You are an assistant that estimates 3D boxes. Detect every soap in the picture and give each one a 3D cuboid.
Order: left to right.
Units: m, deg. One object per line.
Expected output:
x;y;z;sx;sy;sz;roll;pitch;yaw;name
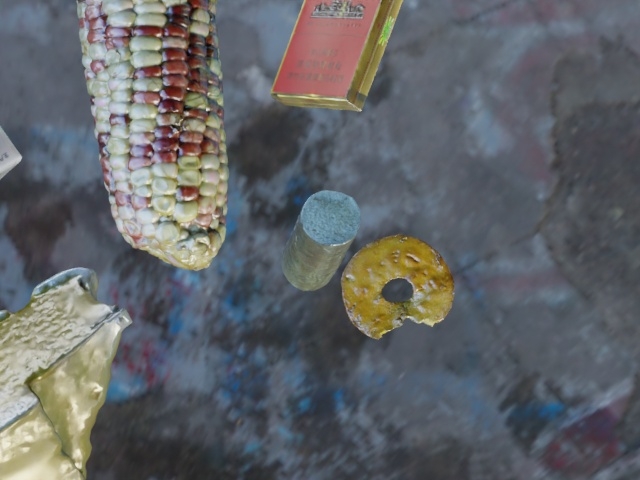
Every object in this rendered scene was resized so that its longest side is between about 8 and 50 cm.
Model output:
-0.258;0.244;1.653;0.304;0.339;0.169;-36;40;-23;soap

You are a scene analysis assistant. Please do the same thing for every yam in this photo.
0.000;0.000;1.922;0.068;0.169;0.068;3;73;-9;yam

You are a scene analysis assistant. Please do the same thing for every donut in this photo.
0.073;0.045;1.736;0.108;0.043;0.097;-8;84;-4;donut

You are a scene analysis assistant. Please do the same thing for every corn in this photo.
-0.100;-0.107;1.056;0.086;0.086;0.253;-5;88;-16;corn

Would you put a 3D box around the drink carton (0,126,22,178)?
-0.424;-0.061;1.891;0.134;0.222;0.102;-32;92;-35;drink carton

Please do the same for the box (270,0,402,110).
0.017;-0.166;1.394;0.023;0.090;0.133;29;78;-43;box
